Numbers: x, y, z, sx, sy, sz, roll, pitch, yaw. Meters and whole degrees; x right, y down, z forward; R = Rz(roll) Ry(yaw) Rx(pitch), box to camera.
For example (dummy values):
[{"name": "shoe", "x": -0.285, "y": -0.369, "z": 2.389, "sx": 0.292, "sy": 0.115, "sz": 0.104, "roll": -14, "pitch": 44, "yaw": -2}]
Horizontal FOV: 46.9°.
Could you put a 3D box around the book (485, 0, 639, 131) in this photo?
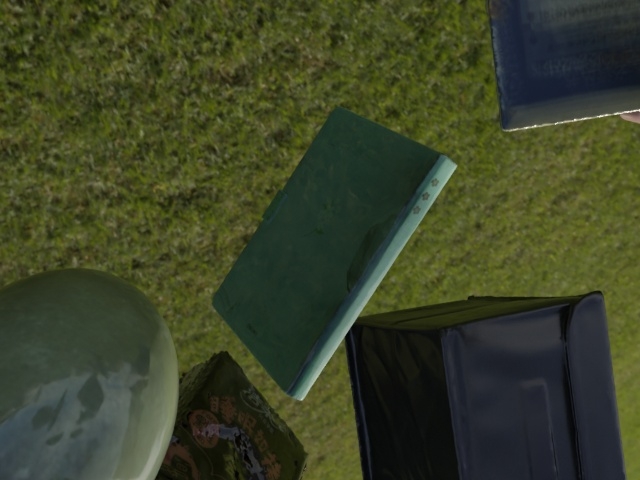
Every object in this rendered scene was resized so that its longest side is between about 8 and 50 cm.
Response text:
[{"name": "book", "x": 0.223, "y": -0.254, "z": 0.531, "sx": 0.229, "sy": 0.018, "sz": 0.322, "roll": -8, "pitch": 102, "yaw": 2}]

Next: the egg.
[{"name": "egg", "x": -0.281, "y": 0.187, "z": 0.721, "sx": 0.258, "sy": 0.259, "sz": 0.352, "roll": 69, "pitch": 41, "yaw": -57}]

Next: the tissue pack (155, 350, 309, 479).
[{"name": "tissue pack", "x": -0.141, "y": 0.324, "z": 1.001, "sx": 0.123, "sy": 0.245, "sz": 0.332, "roll": -32, "pitch": -170, "yaw": 18}]

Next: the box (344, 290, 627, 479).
[{"name": "box", "x": 0.181, "y": 0.241, "z": 0.840, "sx": 0.205, "sy": 0.345, "sz": 0.251, "roll": -7, "pitch": 179, "yaw": -22}]

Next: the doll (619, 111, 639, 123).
[{"name": "doll", "x": 0.577, "y": -0.153, "z": 0.996, "sx": 0.216, "sy": 0.268, "sz": 0.284, "roll": 31, "pitch": 91, "yaw": -34}]

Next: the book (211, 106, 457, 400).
[{"name": "book", "x": 0.000, "y": 0.000, "z": 0.385, "sx": 0.017, "sy": 0.103, "sz": 0.135, "roll": 30, "pitch": 94, "yaw": -38}]
